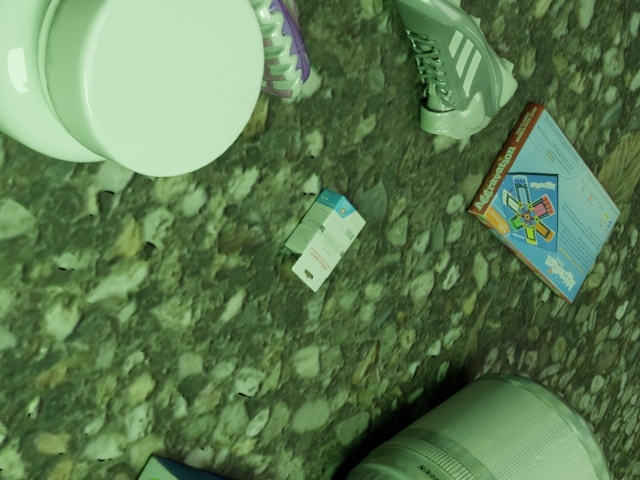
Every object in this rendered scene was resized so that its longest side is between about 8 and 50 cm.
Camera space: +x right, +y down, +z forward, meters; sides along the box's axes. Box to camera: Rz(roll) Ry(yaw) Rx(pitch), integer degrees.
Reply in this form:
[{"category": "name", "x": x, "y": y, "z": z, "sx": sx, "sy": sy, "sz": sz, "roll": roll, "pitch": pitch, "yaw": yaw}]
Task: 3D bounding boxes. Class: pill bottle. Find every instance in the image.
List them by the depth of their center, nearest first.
[{"category": "pill bottle", "x": -0.141, "y": -0.115, "z": 0.486, "sx": 0.131, "sy": 0.229, "sz": 0.131, "roll": -22, "pitch": 123, "yaw": -37}]

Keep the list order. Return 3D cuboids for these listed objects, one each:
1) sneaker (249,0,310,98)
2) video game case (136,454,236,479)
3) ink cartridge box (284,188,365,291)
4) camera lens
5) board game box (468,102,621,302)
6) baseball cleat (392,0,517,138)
[{"category": "sneaker", "x": -0.053, "y": -0.211, "z": 0.635, "sx": 0.104, "sy": 0.095, "sz": 0.236, "roll": -51, "pitch": 136, "yaw": -25}, {"category": "video game case", "x": -0.120, "y": 0.354, "z": 0.858, "sx": 0.269, "sy": 0.061, "sz": 0.244, "roll": 35, "pitch": 84, "yaw": -48}, {"category": "ink cartridge box", "x": 0.000, "y": 0.000, "z": 0.828, "sx": 0.083, "sy": 0.028, "sz": 0.048, "roll": -54, "pitch": 137, "yaw": -11}, {"category": "camera lens", "x": 0.172, "y": 0.293, "z": 0.998, "sx": 0.274, "sy": 0.219, "sz": 0.220, "roll": -26, "pitch": 125, "yaw": -34}, {"category": "board game box", "x": 0.284, "y": -0.036, "z": 1.093, "sx": 0.281, "sy": 0.027, "sz": 0.145, "roll": 36, "pitch": 81, "yaw": -47}, {"category": "baseball cleat", "x": 0.118, "y": -0.161, "z": 0.838, "sx": 0.206, "sy": 0.072, "sz": 0.109, "roll": 30, "pitch": 94, "yaw": -44}]
